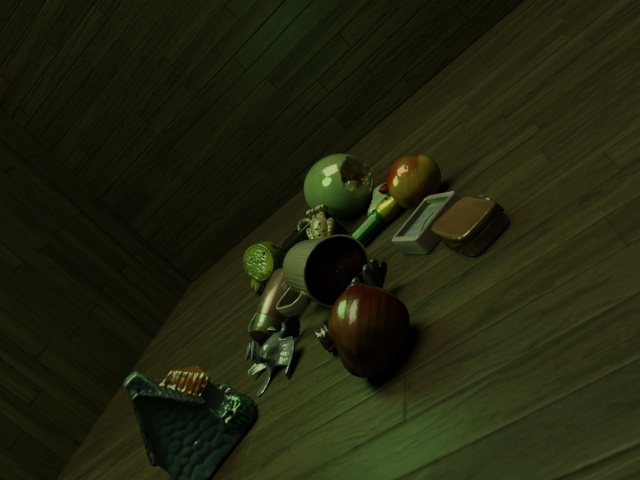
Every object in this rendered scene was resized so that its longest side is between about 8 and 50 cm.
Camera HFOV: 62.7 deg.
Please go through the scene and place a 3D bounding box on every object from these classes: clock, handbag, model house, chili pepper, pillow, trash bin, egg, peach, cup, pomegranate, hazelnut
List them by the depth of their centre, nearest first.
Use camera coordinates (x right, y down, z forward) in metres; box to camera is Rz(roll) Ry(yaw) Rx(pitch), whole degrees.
[{"bbox_3d":[0.113,0.200,1.183,0.186,0.210,0.210,-25,7,-20],"label":"hazelnut"},{"bbox_3d":[0.376,-0.042,1.320,0.151,0.072,0.193,-44,13,0],"label":"handbag"},{"bbox_3d":[0.313,-0.050,1.532,0.197,0.063,0.150,-49,15,-16],"label":"clock"},{"bbox_3d":[-0.427,0.478,1.532,0.297,0.339,0.360,-51,15,-17],"label":"model house"},{"bbox_3d":[0.000,0.124,1.673,0.273,0.209,0.288,177,109,-70],"label":"cup"},{"bbox_3d":[0.308,-0.195,1.744,0.184,0.184,0.184,-41,14,13],"label":"peach"},{"bbox_3d":[0.278,-0.194,1.976,0.191,0.059,0.050,-14,-37,-42],"label":"chili pepper"},{"bbox_3d":[0.251,-0.170,2.071,0.128,0.050,0.229,-24,24,25],"label":"pillow"},{"bbox_3d":[-0.028,-0.004,2.153,0.225,0.165,0.115,-41,15,23],"label":"trash bin"},{"bbox_3d":[0.065,-0.226,2.276,0.336,0.278,0.278,-21,27,53],"label":"egg"},{"bbox_3d":[-0.241,0.122,2.436,0.190,0.240,0.159,-8,-3,32],"label":"pomegranate"}]

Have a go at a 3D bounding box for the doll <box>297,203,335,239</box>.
[{"bbox_3d":[0.002,-0.002,1.960,0.154,0.119,0.277,-32,55,22],"label":"doll"}]

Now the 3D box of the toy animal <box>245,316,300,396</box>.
[{"bbox_3d":[-0.139,0.352,1.625,0.239,0.177,0.255,-26,57,60],"label":"toy animal"}]

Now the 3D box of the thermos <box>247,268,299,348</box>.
[{"bbox_3d":[-0.166,0.247,1.868,0.177,0.146,0.264,-20,33,45],"label":"thermos"}]

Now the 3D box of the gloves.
[{"bbox_3d":[0.089,0.173,1.422,0.285,0.119,0.142,-57,24,6],"label":"gloves"}]

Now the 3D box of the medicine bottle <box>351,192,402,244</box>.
[{"bbox_3d":[0.230,-0.101,1.884,0.309,0.076,0.111,-47,-3,-4],"label":"medicine bottle"}]
